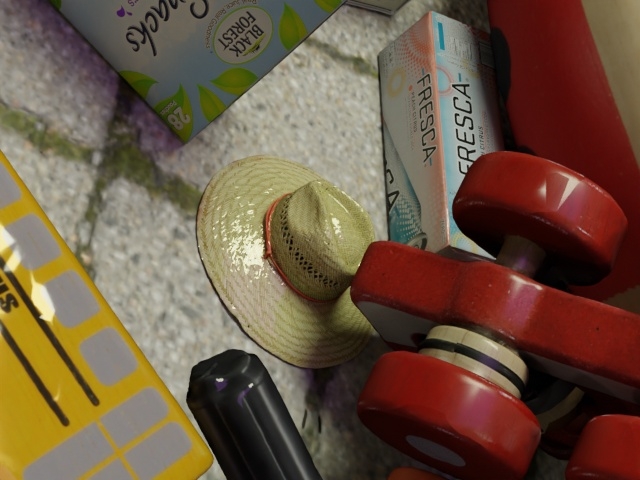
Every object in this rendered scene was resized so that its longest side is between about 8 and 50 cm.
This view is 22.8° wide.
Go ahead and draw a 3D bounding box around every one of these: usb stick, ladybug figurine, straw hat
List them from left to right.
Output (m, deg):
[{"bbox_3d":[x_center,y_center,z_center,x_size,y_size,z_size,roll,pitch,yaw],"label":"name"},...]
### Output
[{"bbox_3d":[0.000,0.000,0.965,0.144,0.061,0.144,17,58,-29],"label":"straw hat"},{"bbox_3d":[0.005,0.183,0.828,0.045,0.077,0.278,-27,100,-6],"label":"usb stick"},{"bbox_3d":[0.227,-0.095,1.086,0.305,0.162,0.449,8,67,-62],"label":"ladybug figurine"}]

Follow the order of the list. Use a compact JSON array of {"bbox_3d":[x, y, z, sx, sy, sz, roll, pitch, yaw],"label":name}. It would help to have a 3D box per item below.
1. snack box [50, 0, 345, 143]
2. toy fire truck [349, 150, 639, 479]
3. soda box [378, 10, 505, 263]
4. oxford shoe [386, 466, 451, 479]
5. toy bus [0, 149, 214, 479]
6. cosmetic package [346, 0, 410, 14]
[{"bbox_3d":[-0.069,-0.178,0.910,0.174,0.207,0.070,47,48,-8],"label":"snack box"},{"bbox_3d":[0.172,0.092,0.915,0.169,0.302,0.254,-64,149,-19],"label":"toy fire truck"},{"bbox_3d":[0.083,-0.058,1.058,0.058,0.063,0.183,16,57,-30],"label":"soda box"},{"bbox_3d":[0.129,0.245,0.925,0.271,0.097,0.098,35,67,-9],"label":"oxford shoe"},{"bbox_3d":[-0.166,0.071,0.770,0.332,0.108,0.130,55,44,0],"label":"toy bus"},{"bbox_3d":[0.000,-0.329,1.109,0.160,0.113,0.309,8,61,-34],"label":"cosmetic package"}]
